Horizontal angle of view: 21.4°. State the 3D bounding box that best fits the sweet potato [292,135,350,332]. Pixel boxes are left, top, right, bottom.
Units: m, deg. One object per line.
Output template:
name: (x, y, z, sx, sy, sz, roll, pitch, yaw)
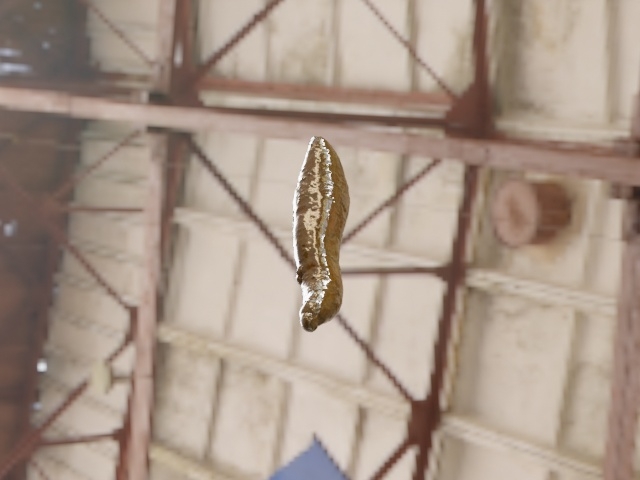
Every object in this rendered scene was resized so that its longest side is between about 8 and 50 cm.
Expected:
sweet potato: (0.000, 0.000, 0.701, 0.115, 0.026, 0.026, -91, -154, -45)
